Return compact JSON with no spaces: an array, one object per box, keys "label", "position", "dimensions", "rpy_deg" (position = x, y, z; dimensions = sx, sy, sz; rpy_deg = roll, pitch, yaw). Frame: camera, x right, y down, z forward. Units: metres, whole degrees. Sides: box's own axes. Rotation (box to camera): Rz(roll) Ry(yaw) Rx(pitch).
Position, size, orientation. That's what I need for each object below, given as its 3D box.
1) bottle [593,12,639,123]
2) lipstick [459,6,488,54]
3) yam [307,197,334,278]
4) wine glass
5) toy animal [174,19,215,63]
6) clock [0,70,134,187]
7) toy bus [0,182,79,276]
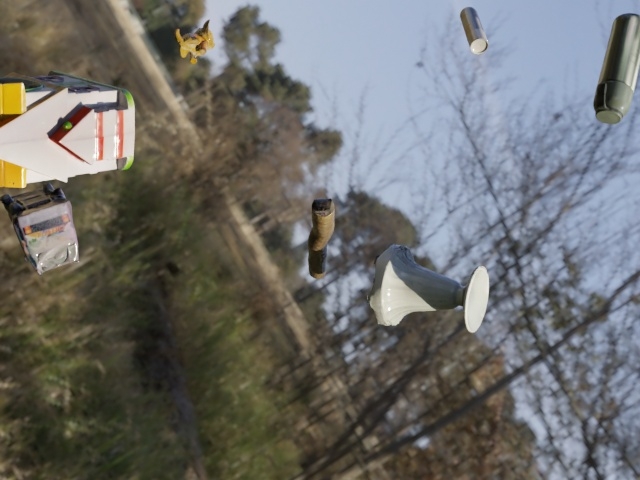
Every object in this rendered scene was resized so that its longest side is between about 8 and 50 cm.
[{"label":"bottle","position":[0.643,-0.374,2.255],"dimensions":[0.080,0.253,0.096],"rpy_deg":[-1,-28,44]},{"label":"lipstick","position":[0.321,-0.442,2.193],"dimensions":[0.141,0.040,0.040],"rpy_deg":[-95,164,-50]},{"label":"yam","position":[0.000,0.000,2.013],"dimensions":[0.045,0.045,0.327],"rpy_deg":[59,-13,19]},{"label":"wine glass","position":[0.209,0.100,1.995],"dimensions":[0.197,0.164,0.165],"rpy_deg":[11,-33,26]},{"label":"toy animal","position":[-0.214,-0.345,1.779],"dimensions":[0.081,0.060,0.083],"rpy_deg":[33,40,-24]},{"label":"clock","position":[-0.489,-0.185,1.668],"dimensions":[0.235,0.310,0.166],"rpy_deg":[19,-67,39]},{"label":"toy bus","position":[-0.527,-0.027,1.975],"dimensions":[0.317,0.113,0.137],"rpy_deg":[-158,-129,-69]}]
